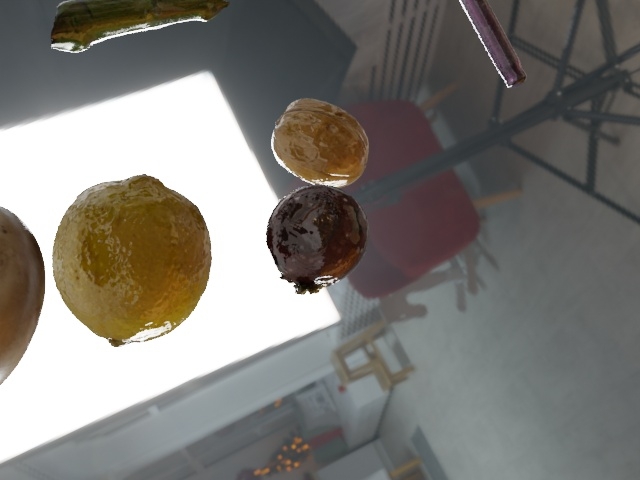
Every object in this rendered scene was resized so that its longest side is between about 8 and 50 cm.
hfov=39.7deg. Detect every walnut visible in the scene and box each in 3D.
[{"bbox_3d":[0.002,-0.191,1.752,0.197,0.165,0.165,27,160,9],"label":"walnut"}]

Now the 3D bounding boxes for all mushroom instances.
[{"bbox_3d":[-0.511,0.062,1.130,0.290,0.293,0.292,28,-171,-30],"label":"mushroom"}]

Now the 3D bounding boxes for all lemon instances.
[{"bbox_3d":[-0.315,0.030,1.494,0.293,0.293,0.293,60,168,22],"label":"lemon"}]

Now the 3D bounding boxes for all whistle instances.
[{"bbox_3d":[0.217,-0.278,1.152,0.177,0.033,0.033,63,169,4],"label":"whistle"}]

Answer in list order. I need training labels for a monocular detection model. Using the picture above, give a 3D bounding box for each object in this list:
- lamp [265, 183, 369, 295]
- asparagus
[{"bbox_3d":[-0.003,-0.004,1.322,0.156,0.157,0.135,59,-177,25],"label":"lamp"},{"bbox_3d":[-0.315,-0.391,1.519,0.085,0.343,0.082,27,130,45],"label":"asparagus"}]
